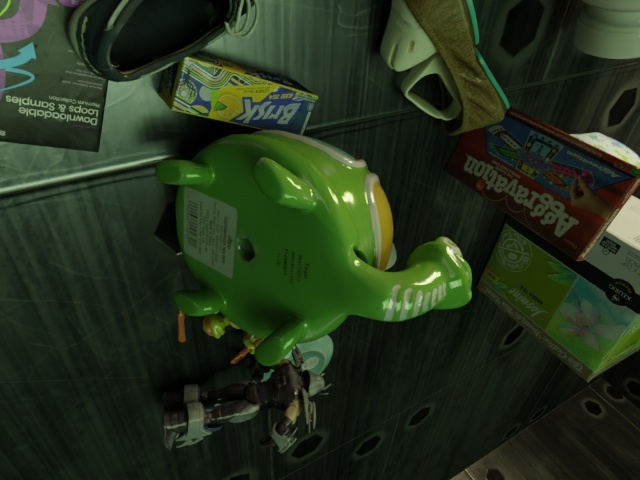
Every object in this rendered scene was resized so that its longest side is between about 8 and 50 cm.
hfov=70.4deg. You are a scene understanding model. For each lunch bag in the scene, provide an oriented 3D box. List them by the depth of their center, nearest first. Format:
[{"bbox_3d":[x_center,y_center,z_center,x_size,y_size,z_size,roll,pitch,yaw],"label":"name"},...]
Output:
[{"bbox_3d":[0.605,-0.163,0.974,0.128,0.151,0.096,-13,130,-30],"label":"lunch bag"}]

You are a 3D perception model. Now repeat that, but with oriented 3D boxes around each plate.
[{"bbox_3d":[-0.049,0.265,0.933,0.188,0.024,0.188,-20,133,-22],"label":"plate"}]

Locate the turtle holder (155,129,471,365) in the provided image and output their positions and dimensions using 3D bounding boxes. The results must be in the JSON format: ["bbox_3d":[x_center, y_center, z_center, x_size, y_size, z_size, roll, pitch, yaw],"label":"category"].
[{"bbox_3d":[-0.010,-0.017,0.527,0.227,0.320,0.244,-25,100,-51],"label":"turtle holder"}]

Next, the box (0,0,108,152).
[{"bbox_3d":[-0.256,-0.164,0.414,0.116,0.029,0.162,0,125,-37],"label":"box"}]

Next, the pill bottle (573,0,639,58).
[{"bbox_3d":[0.450,-0.429,0.615,0.176,0.176,0.319,-28,136,-15],"label":"pill bottle"}]

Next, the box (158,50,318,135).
[{"bbox_3d":[-0.089,-0.166,0.519,0.168,0.054,0.059,2,123,-39],"label":"box"}]

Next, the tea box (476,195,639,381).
[{"bbox_3d":[0.589,0.064,1.018,0.219,0.329,0.324,-14,131,-29],"label":"tea box"}]

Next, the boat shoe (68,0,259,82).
[{"bbox_3d":[-0.105,-0.230,0.413,0.254,0.079,0.095,-40,142,-19],"label":"boat shoe"}]

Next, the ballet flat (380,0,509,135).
[{"bbox_3d":[0.156,-0.251,0.613,0.124,0.116,0.342,-32,145,18],"label":"ballet flat"}]

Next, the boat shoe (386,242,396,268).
[{"bbox_3d":[0.029,0.018,0.755,0.219,0.078,0.070,5,162,-33],"label":"boat shoe"}]

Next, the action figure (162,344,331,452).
[{"bbox_3d":[-0.120,0.272,0.780,0.284,0.185,0.099,-9,121,-11],"label":"action figure"}]

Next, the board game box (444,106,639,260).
[{"bbox_3d":[0.326,-0.108,0.710,0.027,0.281,0.145,-1,124,-36],"label":"board game box"}]

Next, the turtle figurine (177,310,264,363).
[{"bbox_3d":[-0.094,0.111,0.718,0.217,0.087,0.269,-18,149,-1],"label":"turtle figurine"}]
